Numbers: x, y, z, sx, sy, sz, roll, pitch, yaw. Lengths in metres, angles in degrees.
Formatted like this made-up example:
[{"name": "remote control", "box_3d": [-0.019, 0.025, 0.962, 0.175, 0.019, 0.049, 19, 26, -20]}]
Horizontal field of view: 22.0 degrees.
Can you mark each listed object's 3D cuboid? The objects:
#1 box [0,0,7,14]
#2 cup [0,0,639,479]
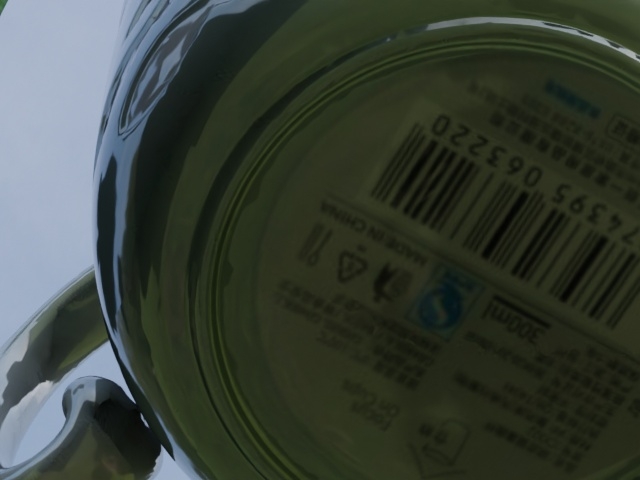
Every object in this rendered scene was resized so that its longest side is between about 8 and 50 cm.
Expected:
[{"name": "box", "box_3d": [-0.208, -0.056, 0.489, 0.264, 0.106, 0.337, 21, -100, 14]}, {"name": "cup", "box_3d": [0.000, 0.000, 0.631, 0.356, 0.274, 0.259, -34, -72, 8]}]
